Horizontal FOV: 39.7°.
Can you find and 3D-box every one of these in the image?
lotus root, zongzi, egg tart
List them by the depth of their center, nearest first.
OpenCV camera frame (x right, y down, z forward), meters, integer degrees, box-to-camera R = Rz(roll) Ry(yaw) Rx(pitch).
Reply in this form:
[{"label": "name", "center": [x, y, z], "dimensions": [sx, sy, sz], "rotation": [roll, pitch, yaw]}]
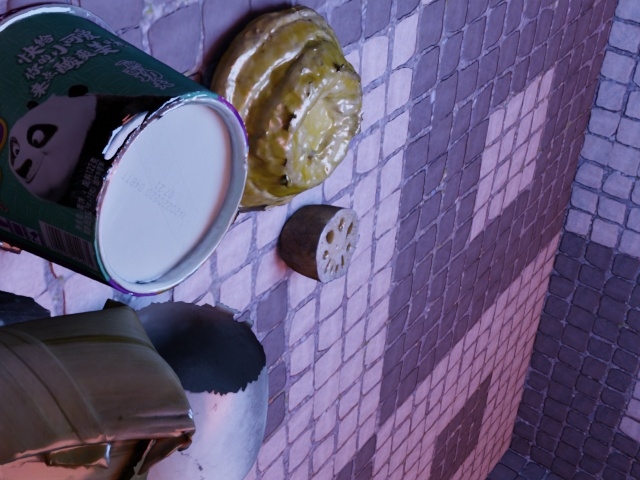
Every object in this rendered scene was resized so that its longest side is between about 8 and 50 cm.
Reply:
[{"label": "zongzi", "center": [-0.325, 0.261, 0.657], "dimensions": [0.418, 0.181, 0.447], "rotation": [6, 109, -38]}, {"label": "egg tart", "center": [-0.034, -0.151, 1.128], "dimensions": [0.290, 0.115, 0.290], "rotation": [-40, 144, -36]}, {"label": "lotus root", "center": [0.001, -0.003, 1.342], "dimensions": [0.122, 0.081, 0.112], "rotation": [-13, 122, -56]}]

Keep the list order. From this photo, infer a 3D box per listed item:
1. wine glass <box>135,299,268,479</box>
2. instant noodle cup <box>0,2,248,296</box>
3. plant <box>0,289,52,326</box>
[{"label": "wine glass", "center": [-0.185, 0.245, 1.072], "dimensions": [0.238, 0.238, 0.323], "rotation": [-22, 141, -53]}, {"label": "instant noodle cup", "center": [-0.198, -0.072, 0.819], "dimensions": [0.251, 0.190, 0.251], "rotation": [-41, 144, -38]}, {"label": "plant", "center": [-0.339, 0.106, 0.776], "dimensions": [0.203, 0.142, 0.131], "rotation": [14, 109, -50]}]
